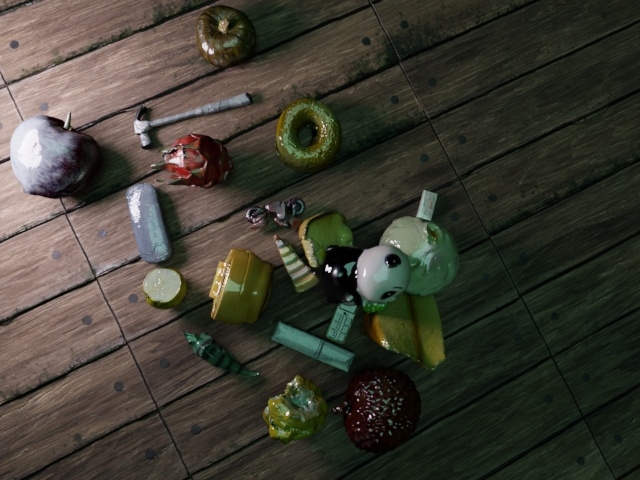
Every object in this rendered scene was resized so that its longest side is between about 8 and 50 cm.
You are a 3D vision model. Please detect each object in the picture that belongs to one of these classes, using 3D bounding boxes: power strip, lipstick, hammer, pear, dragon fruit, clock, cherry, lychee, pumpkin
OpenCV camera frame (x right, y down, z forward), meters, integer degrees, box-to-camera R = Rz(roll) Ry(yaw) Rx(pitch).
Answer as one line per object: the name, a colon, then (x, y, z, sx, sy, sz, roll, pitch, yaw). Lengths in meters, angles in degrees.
power strip: (0.080, 0.278, 1.476, 0.076, 0.028, 0.169, 22, 84, -2)
lipstick: (-0.029, 0.363, 1.435, 0.290, 0.077, 0.076, 22, 84, -2)
hammer: (-0.451, -0.448, 1.490, 0.427, 0.044, 0.152, -16, 86, -7)
pear: (-0.523, 0.166, 1.401, 0.141, 0.104, 0.141, 6, 62, -11)
dragon fruit: (-0.420, -0.263, 1.391, 0.274, 0.193, 0.192, 2, 40, -26)
clock: (-0.247, 0.148, 1.319, 0.200, 0.317, 0.244, 14, 84, -10)
cherry: (-0.862, -0.280, 1.351, 0.255, 0.218, 0.296, 27, 89, -8)
lychee: (0.182, 0.543, 1.346, 0.300, 0.264, 0.264, -3, 85, -9)
pumpkin: (-0.332, -0.720, 1.462, 0.219, 0.162, 0.219, 1, 81, -7)

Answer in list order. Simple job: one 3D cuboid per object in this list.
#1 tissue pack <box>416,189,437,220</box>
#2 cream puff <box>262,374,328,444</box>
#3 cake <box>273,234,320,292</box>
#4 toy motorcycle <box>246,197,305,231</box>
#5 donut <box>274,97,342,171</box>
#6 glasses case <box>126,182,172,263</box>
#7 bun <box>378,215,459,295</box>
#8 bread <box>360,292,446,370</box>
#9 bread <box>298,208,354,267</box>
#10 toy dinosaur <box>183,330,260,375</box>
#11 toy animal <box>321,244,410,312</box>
tissue pack: (0.394, -0.128, 1.538, 0.056, 0.023, 0.108, 17, 84, -3)
cream puff: (-0.084, 0.569, 1.362, 0.195, 0.221, 0.194, 11, 110, 34)
cake: (-0.107, 0.082, 1.436, 0.090, 0.109, 0.225, -41, 90, -6)
toy motorcycle: (-0.153, -0.079, 1.461, 0.212, 0.084, 0.118, -11, 87, 2)
donut: (-0.044, -0.383, 1.485, 0.272, 0.107, 0.272, 0, 88, -4)
glasses case: (-0.590, -0.059, 1.430, 0.109, 0.067, 0.282, -16, 88, -3)
bun: (0.347, 0.032, 1.408, 0.293, 0.187, 0.293, 2, 65, -5)
bread: (0.283, 0.247, 1.330, 0.233, 0.362, 0.245, 12, 86, -3)
bread: (-0.002, 0.000, 1.445, 0.251, 0.133, 0.174, -26, 94, -50)
toy dinosaur: (-0.349, 0.393, 1.413, 0.292, 0.120, 0.079, 42, 71, -24)
toy animal: (0.149, 0.119, 1.301, 0.267, 0.212, 0.212, 0, 84, 30)
